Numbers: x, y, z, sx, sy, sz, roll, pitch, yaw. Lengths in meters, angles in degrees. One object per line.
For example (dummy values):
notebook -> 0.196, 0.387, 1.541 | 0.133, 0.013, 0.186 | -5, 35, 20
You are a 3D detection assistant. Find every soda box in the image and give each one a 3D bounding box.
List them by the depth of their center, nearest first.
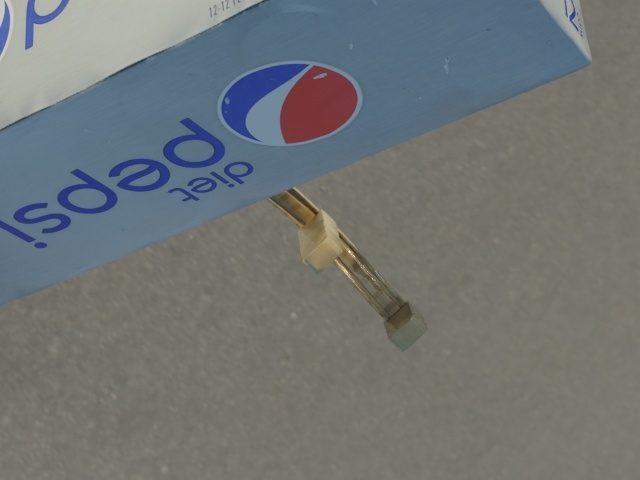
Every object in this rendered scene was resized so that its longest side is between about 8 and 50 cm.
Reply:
soda box -> -0.057, -0.066, 0.484 | 0.286, 0.091, 0.098 | -22, 147, 26

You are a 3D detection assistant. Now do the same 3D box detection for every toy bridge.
toy bridge -> 0.000, 0.000, 0.897 | 0.026, 0.063, 0.188 | -43, 107, 10
